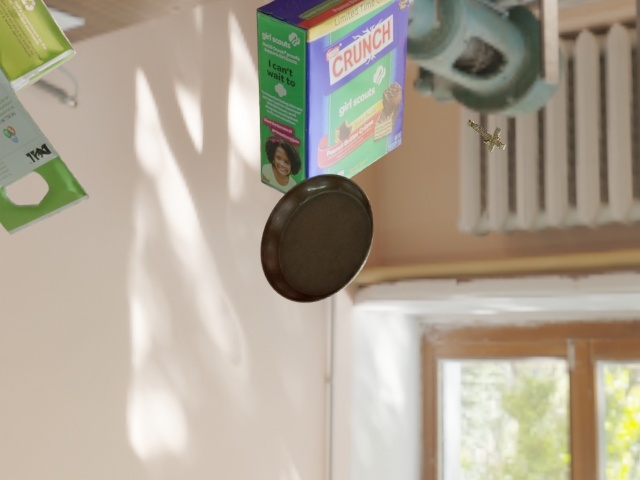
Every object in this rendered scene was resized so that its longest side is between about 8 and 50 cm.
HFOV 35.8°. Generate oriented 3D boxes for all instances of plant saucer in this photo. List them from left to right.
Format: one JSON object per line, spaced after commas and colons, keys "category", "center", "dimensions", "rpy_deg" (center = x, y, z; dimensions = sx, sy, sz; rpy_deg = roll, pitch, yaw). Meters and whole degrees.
{"category": "plant saucer", "center": [0.000, 0.000, 1.237], "dimensions": [0.168, 0.169, 0.029], "rpy_deg": [-5, 159, 34]}

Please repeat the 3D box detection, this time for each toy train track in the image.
{"category": "toy train track", "center": [0.277, -0.178, 1.674], "dimensions": [0.014, 0.048, 0.083], "rpy_deg": [-19, -131, -39]}

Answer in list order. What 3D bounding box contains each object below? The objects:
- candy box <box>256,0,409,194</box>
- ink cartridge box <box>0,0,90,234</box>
{"category": "candy box", "center": [0.023, -0.261, 1.628], "dimensions": [0.122, 0.317, 0.268], "rpy_deg": [25, -137, 32]}
{"category": "ink cartridge box", "center": [-0.335, -0.150, 1.051], "dimensions": [0.188, 0.255, 0.097], "rpy_deg": [-17, -158, 44]}
